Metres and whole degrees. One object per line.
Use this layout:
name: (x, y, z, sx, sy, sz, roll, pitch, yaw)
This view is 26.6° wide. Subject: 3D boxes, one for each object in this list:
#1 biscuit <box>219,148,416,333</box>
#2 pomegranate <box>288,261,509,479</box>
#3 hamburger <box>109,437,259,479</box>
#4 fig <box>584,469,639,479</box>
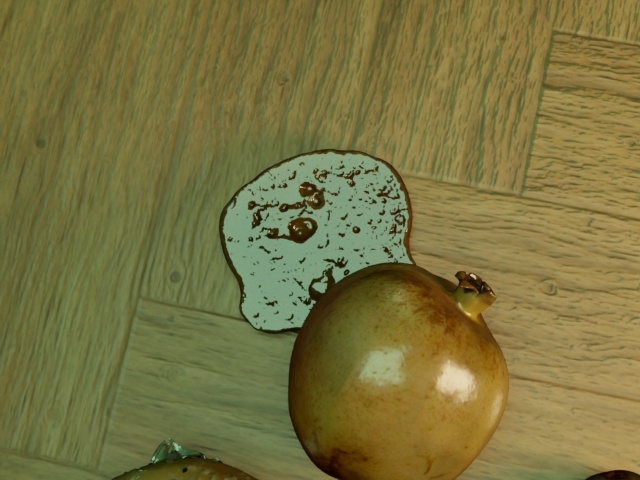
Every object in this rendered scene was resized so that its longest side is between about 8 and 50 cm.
biscuit: (0.000, 0.000, 1.899, 0.273, 0.049, 0.257, -15, 81, 3)
pomegranate: (0.104, 0.167, 1.723, 0.319, 0.319, 0.319, -1, 79, 5)
hamburger: (-0.196, 0.429, 1.758, 0.277, 0.195, 0.318, 30, 81, 8)
fig: (0.395, 0.415, 1.767, 0.124, 0.124, 0.236, -12, 101, 3)
